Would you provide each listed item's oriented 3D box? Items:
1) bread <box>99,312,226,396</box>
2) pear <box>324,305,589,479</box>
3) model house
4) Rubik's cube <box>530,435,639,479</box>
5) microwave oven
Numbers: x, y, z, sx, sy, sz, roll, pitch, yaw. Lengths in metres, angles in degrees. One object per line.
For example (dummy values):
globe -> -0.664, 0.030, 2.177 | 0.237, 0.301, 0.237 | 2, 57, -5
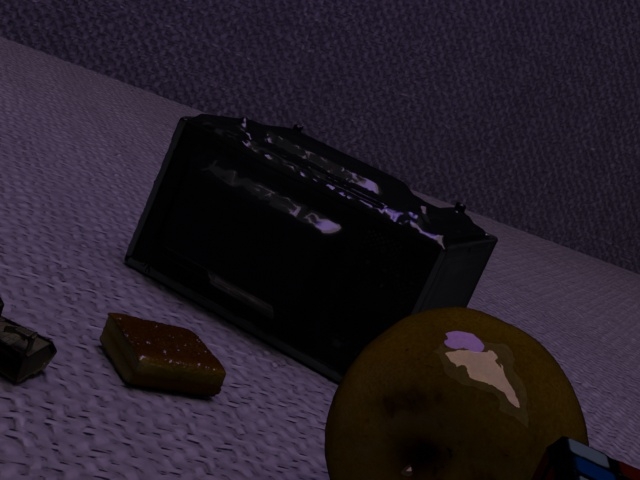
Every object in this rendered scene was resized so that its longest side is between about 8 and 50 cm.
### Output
bread -> -0.145, 0.105, 1.013 | 0.094, 0.035, 0.090 | 16, 14, -37
pear -> 0.110, 0.156, 0.863 | 0.209, 0.209, 0.209 | 23, 11, -5
model house -> -0.258, 0.071, 0.895 | 0.083, 0.057, 0.058 | 24, 16, 9
Rubik's cube -> 0.181, 0.249, 0.629 | 0.184, 0.187, 0.182 | 23, 11, 6
microwave oven -> 0.000, 0.000, 1.332 | 0.355, 0.218, 0.286 | 28, 11, 19
